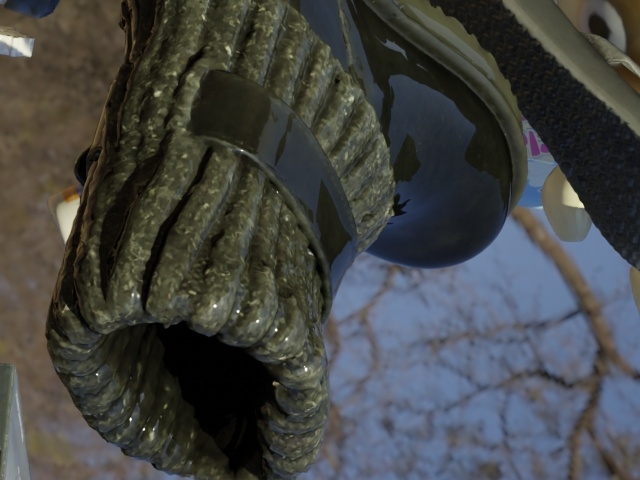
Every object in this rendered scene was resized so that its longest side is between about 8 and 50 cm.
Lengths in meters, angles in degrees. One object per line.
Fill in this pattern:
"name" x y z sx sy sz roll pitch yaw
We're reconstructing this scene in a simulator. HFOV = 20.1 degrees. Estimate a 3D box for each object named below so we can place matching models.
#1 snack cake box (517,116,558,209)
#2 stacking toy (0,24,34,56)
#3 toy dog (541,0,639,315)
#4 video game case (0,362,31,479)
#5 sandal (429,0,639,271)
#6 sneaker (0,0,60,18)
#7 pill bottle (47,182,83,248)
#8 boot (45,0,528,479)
"snack cake box" 0.171 -0.118 1.636 0.089 0.264 0.152 134 -42 -55
"stacking toy" -0.189 -0.241 1.570 0.221 0.167 0.052 1 -161 -33
"toy dog" 0.329 -0.100 1.258 0.395 0.408 0.285 -47 -143 24
"video game case" -0.205 0.244 1.140 0.026 0.196 0.274 -1 -136 -3
"sandal" 0.158 -0.078 1.016 0.054 0.254 0.097 -35 174 -24
"sneaker" -0.319 -0.341 1.266 0.257 0.448 0.169 0 145 -28
"pill bottle" -0.127 -0.027 1.843 0.272 0.152 0.152 -23 -161 -7
"boot" -0.004 0.001 0.842 0.131 0.348 0.260 -16 -123 26
